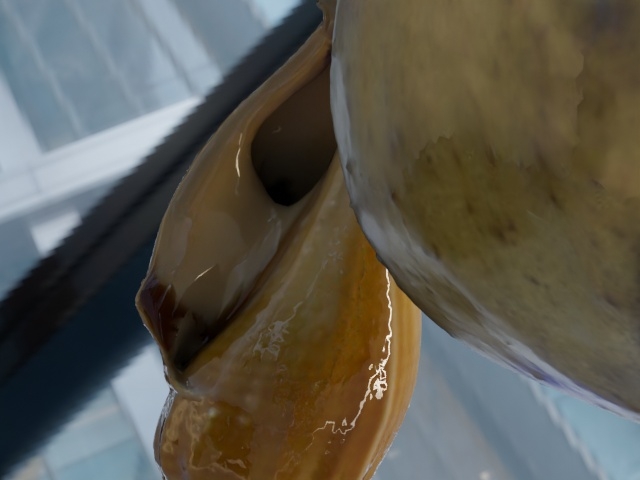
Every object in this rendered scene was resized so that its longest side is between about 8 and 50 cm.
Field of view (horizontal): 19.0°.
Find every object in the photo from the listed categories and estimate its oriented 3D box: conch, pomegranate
[{"bbox_3d":[0.002,0.001,0.739,0.109,0.330,0.093,22,1,25],"label":"conch"},{"bbox_3d":[0.136,-0.075,0.538,0.281,0.281,0.281,59,-17,30],"label":"pomegranate"}]
